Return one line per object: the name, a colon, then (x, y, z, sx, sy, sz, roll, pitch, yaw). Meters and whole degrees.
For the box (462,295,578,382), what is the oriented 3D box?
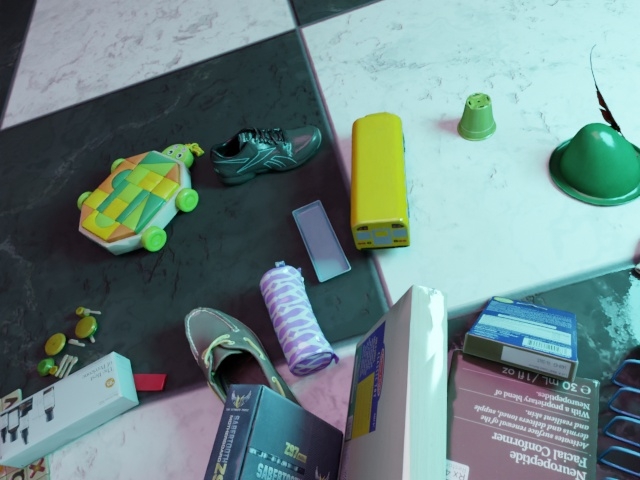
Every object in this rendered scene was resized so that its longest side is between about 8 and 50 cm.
box: (0.308, 0.137, 0.695, 0.136, 0.225, 0.036, 11, 104, 27)

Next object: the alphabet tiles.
alphabet tiles: (-0.608, 0.412, 0.865, 0.198, 0.009, 0.237, -29, 56, -4)

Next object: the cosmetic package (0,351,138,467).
cosmetic package: (-0.465, 0.310, 0.850, 0.239, 0.060, 0.099, -29, 57, -4)

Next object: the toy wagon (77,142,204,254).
toy wagon: (-0.422, -0.127, 1.120, 0.267, 0.068, 0.344, 24, 67, 27)

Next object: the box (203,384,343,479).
box: (-0.056, 0.318, 0.616, 0.059, 0.232, 0.183, -10, 50, 29)

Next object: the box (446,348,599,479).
box: (0.230, 0.354, 0.595, 0.191, 0.143, 0.381, 9, 63, 20)

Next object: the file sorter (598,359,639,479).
file sorter: (0.439, 0.263, 0.609, 0.104, 0.118, 0.170, 13, 63, 27)

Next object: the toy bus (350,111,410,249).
toy bus: (0.120, -0.139, 0.941, 0.108, 0.130, 0.332, -5, 57, 12)

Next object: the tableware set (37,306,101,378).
tableware set: (-0.521, 0.212, 0.962, 0.104, 0.024, 0.154, 5, 61, 22)

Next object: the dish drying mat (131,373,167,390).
dish drying mat: (-0.333, 0.271, 0.880, 0.083, 0.008, 0.032, -4, 57, 14)

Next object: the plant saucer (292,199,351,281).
plant saucer: (0.000, 0.000, 0.955, 0.067, 0.018, 0.192, -23, 56, 0)

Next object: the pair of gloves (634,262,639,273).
pair of gloves: (0.661, 0.031, 0.739, 0.204, 0.042, 0.240, -44, 57, -13)

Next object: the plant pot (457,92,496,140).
plant pot: (0.339, -0.272, 0.997, 0.083, 0.079, 0.083, -7, 58, 11)

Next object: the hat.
hat: (0.515, -0.193, 0.835, 0.173, 0.183, 0.208, -40, 57, -11)

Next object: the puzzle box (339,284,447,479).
puzzle box: (0.082, 0.291, 0.593, 0.052, 0.272, 0.408, 14, 59, -5)

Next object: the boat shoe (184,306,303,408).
boat shoe: (-0.148, 0.221, 0.806, 0.116, 0.096, 0.324, -40, 57, -11)

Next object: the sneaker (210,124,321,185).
sneaker: (-0.127, -0.213, 1.073, 0.267, 0.106, 0.101, -22, 54, -1)

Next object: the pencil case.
pencil case: (-0.045, 0.142, 0.842, 0.088, 0.086, 0.206, -8, 53, -23)
